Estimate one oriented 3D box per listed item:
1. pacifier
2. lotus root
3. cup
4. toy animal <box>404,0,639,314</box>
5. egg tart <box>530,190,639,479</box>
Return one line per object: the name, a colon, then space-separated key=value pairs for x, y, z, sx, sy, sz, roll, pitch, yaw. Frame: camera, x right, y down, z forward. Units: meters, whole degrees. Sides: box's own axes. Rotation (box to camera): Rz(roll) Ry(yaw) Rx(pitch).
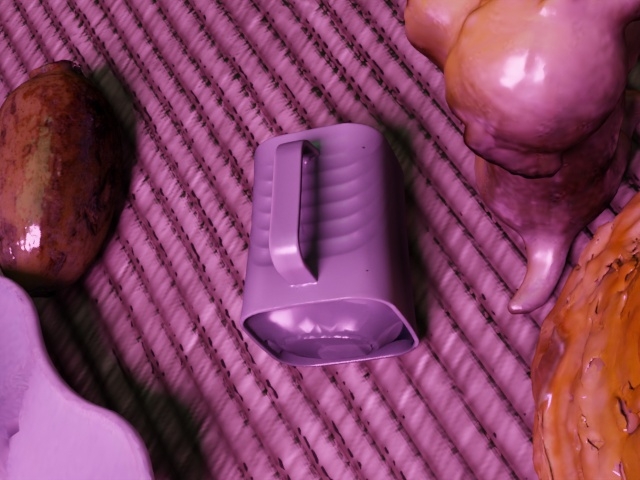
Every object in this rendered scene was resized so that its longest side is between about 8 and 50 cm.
pacifier: x=-0.242 y=0.143 z=0.592 sx=0.244 sy=0.233 sz=0.299 roll=-47 pitch=58 yaw=-2
lotus root: x=-0.186 y=-0.046 z=0.745 sx=0.080 sy=0.089 sz=0.179 roll=-20 pitch=63 yaw=45
cup: x=0.000 y=0.000 z=0.632 sx=0.095 sy=0.128 sz=0.129 roll=-11 pitch=60 yaw=18
toy animal: x=0.119 y=-0.083 z=0.575 sx=0.121 sy=0.233 sz=0.169 roll=5 pitch=60 yaw=16
egg tart: x=0.262 y=0.068 z=0.504 sx=0.341 sy=0.129 sz=0.341 roll=-7 pitch=64 yaw=15
